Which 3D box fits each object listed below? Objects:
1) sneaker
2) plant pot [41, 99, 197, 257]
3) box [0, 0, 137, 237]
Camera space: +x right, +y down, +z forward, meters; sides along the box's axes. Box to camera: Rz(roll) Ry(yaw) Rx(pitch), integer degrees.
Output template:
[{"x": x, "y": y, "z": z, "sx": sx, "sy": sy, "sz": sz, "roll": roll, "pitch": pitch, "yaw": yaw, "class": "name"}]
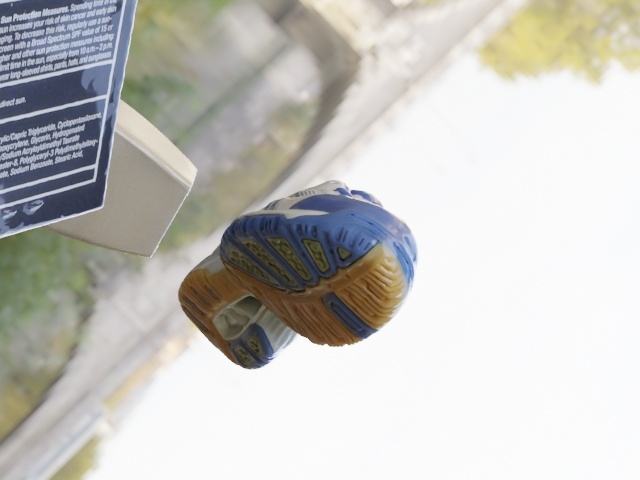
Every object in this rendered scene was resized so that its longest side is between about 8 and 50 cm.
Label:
[{"x": 0.000, "y": 0.000, "z": 1.328, "sx": 0.131, "sy": 0.112, "sz": 0.296, "roll": -44, "pitch": -170, "yaw": -23, "class": "sneaker"}, {"x": -0.164, "y": -0.046, "z": 1.641, "sx": 0.109, "sy": 0.096, "sz": 0.109, "roll": -60, "pitch": -174, "yaw": 11, "class": "plant pot"}, {"x": -0.269, "y": -0.156, "z": 1.234, "sx": 0.296, "sy": 0.183, "sz": 0.294, "roll": -19, "pitch": 130, "yaw": -53, "class": "box"}]
